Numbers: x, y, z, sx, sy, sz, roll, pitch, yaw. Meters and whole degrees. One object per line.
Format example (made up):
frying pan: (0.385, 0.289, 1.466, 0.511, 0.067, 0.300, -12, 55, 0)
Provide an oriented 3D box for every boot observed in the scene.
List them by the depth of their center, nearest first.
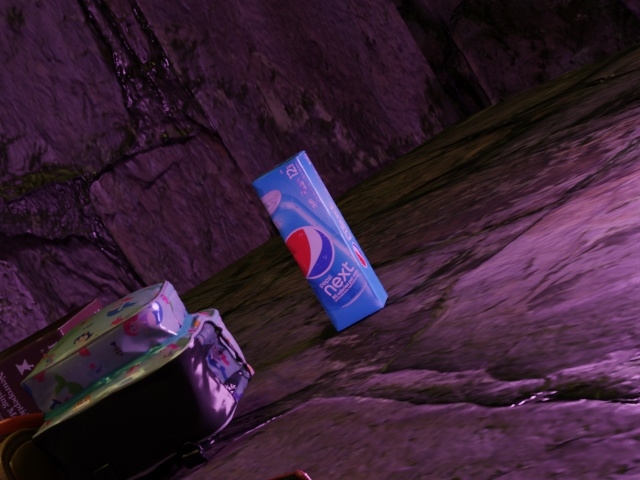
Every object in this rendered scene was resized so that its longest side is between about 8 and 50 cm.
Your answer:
boot: (-0.396, 0.297, 1.804, 0.220, 0.109, 0.283, -24, 0, 0)

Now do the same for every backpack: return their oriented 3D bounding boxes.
backpack: (-0.192, 0.158, 1.739, 0.225, 0.191, 0.253, -30, 0, 10)

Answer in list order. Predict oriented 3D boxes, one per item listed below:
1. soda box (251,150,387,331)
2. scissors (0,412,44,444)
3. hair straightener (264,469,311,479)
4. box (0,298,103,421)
soda box: (0.000, 0.000, 1.940, 0.067, 0.210, 0.071, -30, 5, 11)
scissors: (-0.292, 0.224, 1.898, 0.109, 0.021, 0.297, -29, -19, 32)
hair straightener: (-0.074, 0.216, 1.214, 0.089, 0.047, 0.230, -32, 5, -24)
box: (-0.374, 0.214, 2.226, 0.203, 0.168, 0.167, -30, 5, 15)
